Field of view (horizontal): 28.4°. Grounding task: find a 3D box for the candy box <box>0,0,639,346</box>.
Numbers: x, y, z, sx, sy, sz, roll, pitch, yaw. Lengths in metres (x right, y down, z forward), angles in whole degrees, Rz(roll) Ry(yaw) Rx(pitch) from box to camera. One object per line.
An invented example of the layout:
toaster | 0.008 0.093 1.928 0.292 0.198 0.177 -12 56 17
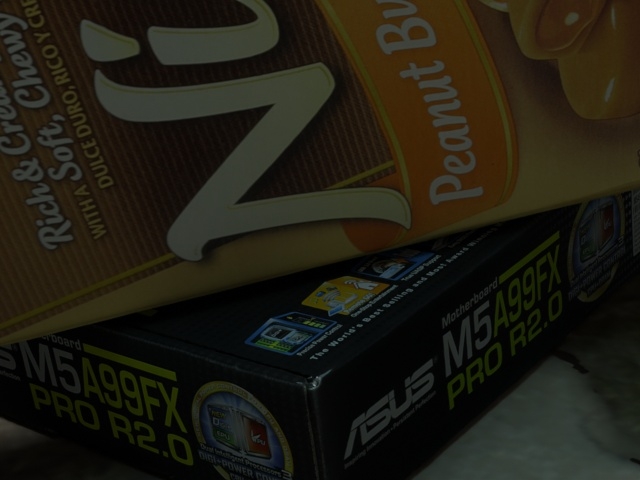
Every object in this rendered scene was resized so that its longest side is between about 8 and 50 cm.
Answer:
candy box | -0.012 -0.088 0.430 0.316 0.183 0.087 -14 23 -14

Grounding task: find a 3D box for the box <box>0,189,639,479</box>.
box | 0.000 0.000 0.531 0.216 0.060 0.270 13 31 38
